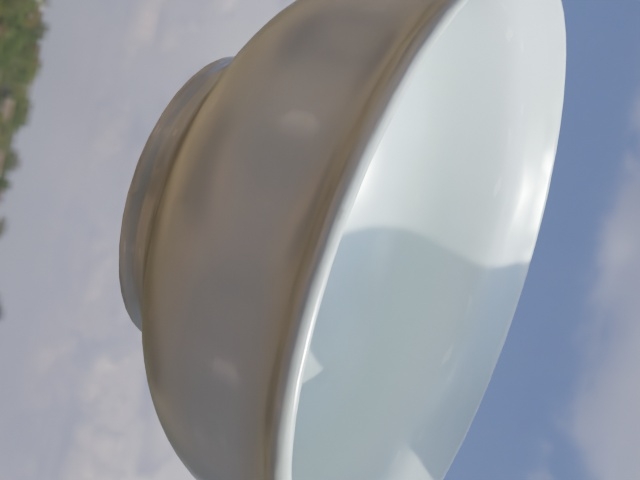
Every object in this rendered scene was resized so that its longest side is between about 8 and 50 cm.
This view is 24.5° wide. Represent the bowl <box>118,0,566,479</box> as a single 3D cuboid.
[{"bbox_3d":[0.000,0.000,0.684,0.298,0.134,0.298,-49,149,-45],"label":"bowl"}]
